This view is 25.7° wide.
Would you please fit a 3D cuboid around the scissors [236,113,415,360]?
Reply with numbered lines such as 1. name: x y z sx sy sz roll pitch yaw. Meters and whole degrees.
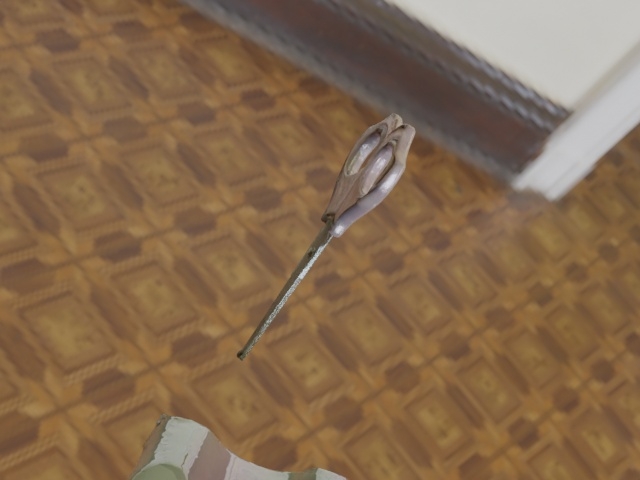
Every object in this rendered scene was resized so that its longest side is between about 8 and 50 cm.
1. scissors: 0.000 0.000 0.904 0.015 0.189 0.100 34 6 -16

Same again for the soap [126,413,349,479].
1. soap: -0.073 0.256 0.808 0.156 0.261 0.446 18 5 0
